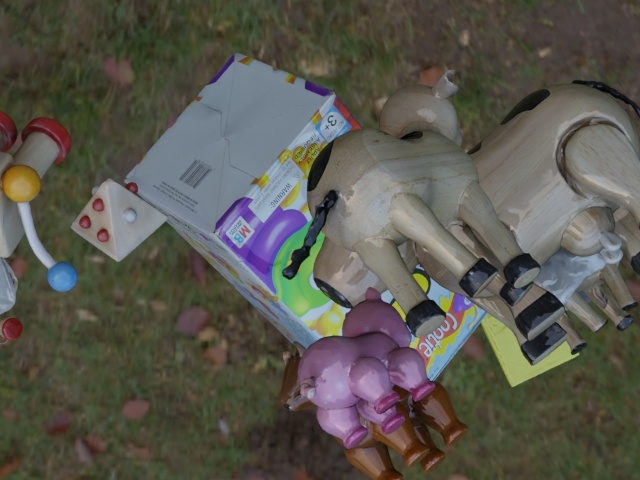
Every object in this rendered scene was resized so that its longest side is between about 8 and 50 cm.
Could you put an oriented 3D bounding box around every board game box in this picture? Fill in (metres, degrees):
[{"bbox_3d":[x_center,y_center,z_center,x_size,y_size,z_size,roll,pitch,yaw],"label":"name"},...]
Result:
[{"bbox_3d":[0.000,0.000,1.106,0.142,0.144,0.275,-50,130,-9],"label":"board game box"}]

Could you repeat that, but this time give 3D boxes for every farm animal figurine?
[{"bbox_3d":[0.084,-0.006,0.855,0.326,0.172,0.330,-31,157,-21],"label":"farm animal figurine"}]

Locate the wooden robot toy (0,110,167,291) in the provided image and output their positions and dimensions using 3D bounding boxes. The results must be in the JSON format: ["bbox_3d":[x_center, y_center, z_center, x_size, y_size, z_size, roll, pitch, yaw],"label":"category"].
[{"bbox_3d":[-0.149,-0.041,0.543,0.173,0.076,0.079,11,143,11],"label":"wooden robot toy"}]

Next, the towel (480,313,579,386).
[{"bbox_3d":[0.241,0.063,1.761,0.102,0.021,0.237,-25,85,2],"label":"towel"}]

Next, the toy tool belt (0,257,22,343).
[{"bbox_3d":[-0.283,0.044,1.143,0.052,0.051,0.083,-34,116,-37],"label":"toy tool belt"}]

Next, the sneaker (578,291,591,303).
[{"bbox_3d":[0.183,0.034,1.323,0.118,0.222,0.083,7,95,-12],"label":"sneaker"}]
